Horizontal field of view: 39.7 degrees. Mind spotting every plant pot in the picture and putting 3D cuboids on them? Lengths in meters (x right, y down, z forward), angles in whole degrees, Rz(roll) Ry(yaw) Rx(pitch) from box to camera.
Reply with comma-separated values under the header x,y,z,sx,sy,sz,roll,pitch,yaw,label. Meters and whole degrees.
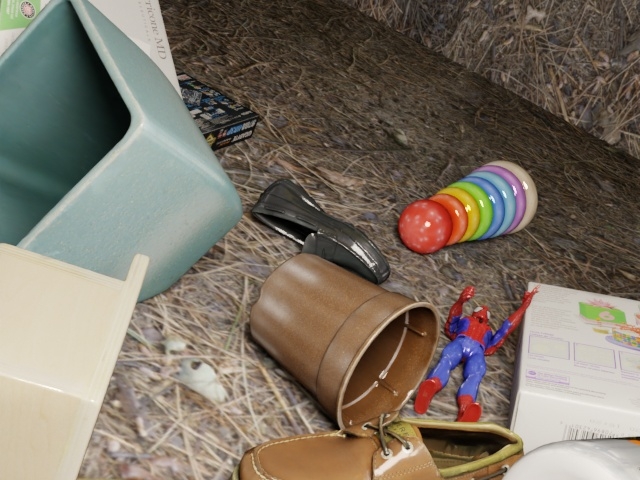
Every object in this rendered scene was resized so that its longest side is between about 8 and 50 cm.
x,y,z,sx,sy,sz,roll,pitch,yaw,label
-0.231,-0.070,0.982,0.252,0.247,0.248,30,22,-52,plant pot
0.018,0.105,0.992,0.165,0.167,0.167,31,24,33,plant pot

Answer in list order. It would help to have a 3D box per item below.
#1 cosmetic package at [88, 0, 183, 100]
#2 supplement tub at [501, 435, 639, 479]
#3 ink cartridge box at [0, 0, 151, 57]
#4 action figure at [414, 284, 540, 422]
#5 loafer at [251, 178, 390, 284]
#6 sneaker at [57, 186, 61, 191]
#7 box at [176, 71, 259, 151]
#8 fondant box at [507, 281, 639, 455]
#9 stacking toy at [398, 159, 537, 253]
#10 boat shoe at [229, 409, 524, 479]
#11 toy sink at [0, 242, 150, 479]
x,y,z,sx,sy,sz,roll,pitch,yaw,label
-0.398,-0.260,1.229,0.384,0.156,0.217,-11,83,-48,cosmetic package
0.341,0.289,0.840,0.337,0.207,0.207,6,30,-35,supplement tub
-0.321,-0.202,1.101,0.212,0.093,0.155,21,58,-43,ink cartridge box
0.206,0.121,1.148,0.091,0.139,0.280,29,22,7,action figure
0.000,0.000,1.288,0.223,0.076,0.078,36,62,10,loafer
-0.371,-0.095,1.113,0.232,0.090,0.115,-3,40,-44,sneaker
-0.229,-0.220,1.529,0.175,0.051,0.220,30,25,12,box
0.376,0.176,1.157,0.238,0.096,0.330,10,23,12,fondant box
0.245,-0.045,1.543,0.141,0.141,0.330,37,35,26,stacking toy
0.062,0.212,0.863,0.307,0.105,0.111,8,29,-32,boat shoe
-0.242,0.105,0.749,0.131,0.153,0.234,19,26,-10,toy sink
